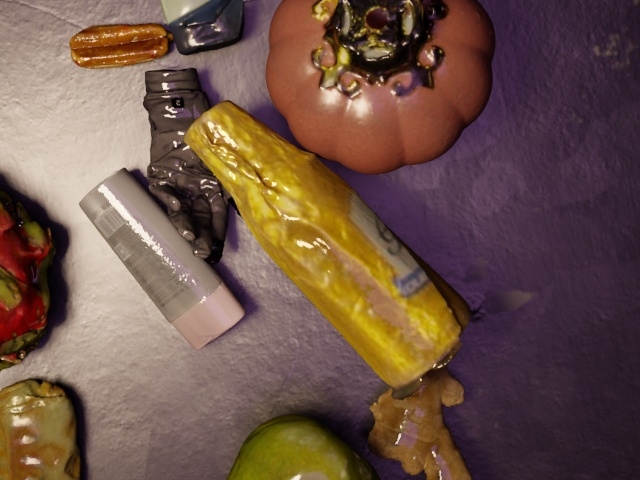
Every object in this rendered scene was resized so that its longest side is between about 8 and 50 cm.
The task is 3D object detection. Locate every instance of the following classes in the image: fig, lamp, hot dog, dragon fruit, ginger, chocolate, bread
[{"bbox_3d":[-0.066,0.376,1.224,0.314,0.233,0.233,-32,96,10],"label":"fig"},{"bbox_3d":[0.075,-0.240,1.151,0.305,0.239,0.305,-1,80,6],"label":"lamp"},{"bbox_3d":[-0.277,-0.273,1.244,0.144,0.038,0.062,-9,92,-4],"label":"hot dog"},{"bbox_3d":[-0.484,0.043,1.172,0.231,0.237,0.303,-36,107,22],"label":"dragon fruit"},{"bbox_3d":[0.141,0.229,1.284,0.148,0.081,0.334,-4,84,13],"label":"ginger"},{"bbox_3d":[0.000,0.000,1.161,0.162,0.162,0.445,-45,95,2],"label":"chocolate"},{"bbox_3d":[-0.410,0.314,1.268,0.128,0.088,0.232,0,100,5],"label":"bread"}]

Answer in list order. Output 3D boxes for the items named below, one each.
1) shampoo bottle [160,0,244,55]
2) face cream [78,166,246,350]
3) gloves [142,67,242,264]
[{"bbox_3d":[-0.181,-0.441,1.214,0.134,0.078,0.359,-16,95,-7],"label":"shampoo bottle"},{"bbox_3d":[-0.223,0.028,1.250,0.107,0.073,0.269,-36,95,32],"label":"face cream"},{"bbox_3d":[-0.172,-0.107,1.227,0.142,0.119,0.285,-10,81,0],"label":"gloves"}]
